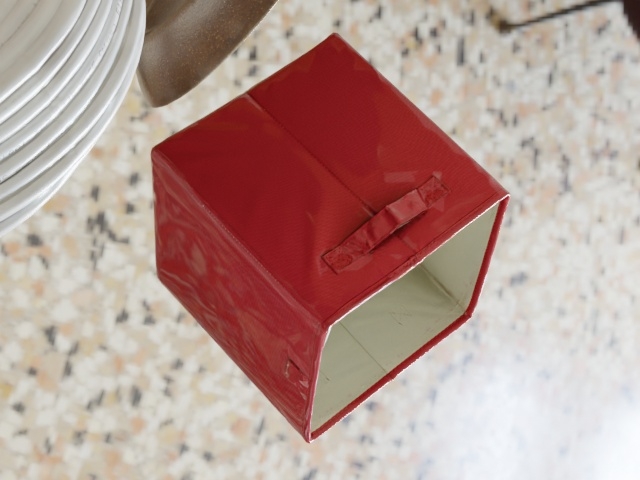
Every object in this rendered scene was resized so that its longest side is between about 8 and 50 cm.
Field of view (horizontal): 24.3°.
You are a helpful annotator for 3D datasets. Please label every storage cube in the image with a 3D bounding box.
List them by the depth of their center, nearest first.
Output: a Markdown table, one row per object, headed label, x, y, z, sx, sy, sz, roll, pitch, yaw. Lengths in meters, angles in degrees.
| label | x | y | z | sx | sy | sz | roll | pitch | yaw |
| --- | --- | --- | --- | --- | --- | --- | --- | --- | --- |
| storage cube | 0.000 | 0.000 | 1.126 | 0.183 | 0.193 | 0.215 | -36 | 158 | -23 |

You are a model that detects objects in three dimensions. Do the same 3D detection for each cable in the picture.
| label | x | y | z | sx | sy | sz | roll | pitch | yaw |
| --- | --- | --- | --- | --- | --- | --- | --- | --- | --- |
| cable | -0.209 | -0.105 | 0.695 | 0.257 | 0.257 | 0.089 | -47 | 150 | -22 |

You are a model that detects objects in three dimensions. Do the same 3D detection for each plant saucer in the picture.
| label | x | y | z | sx | sy | sz | roll | pitch | yaw |
| --- | --- | --- | --- | --- | --- | --- | --- | --- | --- |
| plant saucer | -0.060 | -0.173 | 0.933 | 0.036 | 0.198 | 0.198 | 36 | 69 | -22 |
